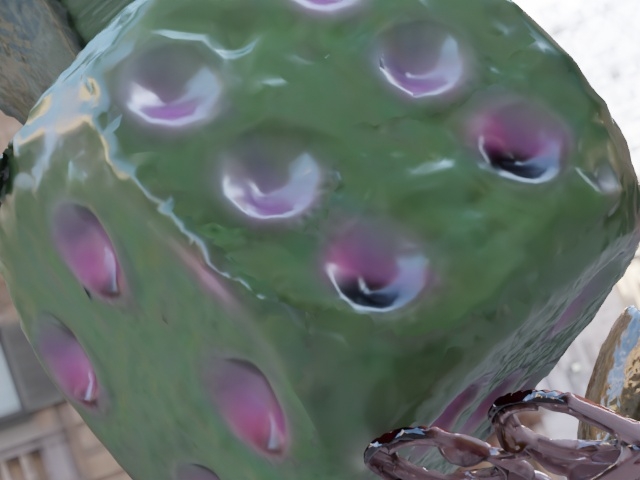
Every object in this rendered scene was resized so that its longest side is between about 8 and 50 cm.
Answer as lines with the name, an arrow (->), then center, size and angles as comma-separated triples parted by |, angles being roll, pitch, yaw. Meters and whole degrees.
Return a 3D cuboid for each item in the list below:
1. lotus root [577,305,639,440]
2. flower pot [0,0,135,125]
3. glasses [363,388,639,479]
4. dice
lotus root -> 0.318, 0.221, 1.726 | 0.142, 0.314, 0.210 | 16, 12, 36
flower pot -> -0.198, -0.214, 1.379 | 0.189, 0.239, 0.209 | -46, -18, -28
glasses -> 0.126, 0.154, 0.872 | 0.162, 0.095, 0.255 | 25, -24, -26
dice -> 0.000, 0.000, 1.127 | 0.318, 0.322, 0.330 | -38, -19, -31
